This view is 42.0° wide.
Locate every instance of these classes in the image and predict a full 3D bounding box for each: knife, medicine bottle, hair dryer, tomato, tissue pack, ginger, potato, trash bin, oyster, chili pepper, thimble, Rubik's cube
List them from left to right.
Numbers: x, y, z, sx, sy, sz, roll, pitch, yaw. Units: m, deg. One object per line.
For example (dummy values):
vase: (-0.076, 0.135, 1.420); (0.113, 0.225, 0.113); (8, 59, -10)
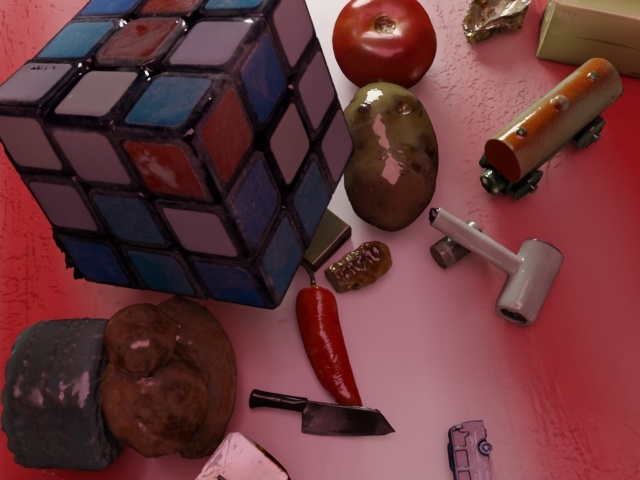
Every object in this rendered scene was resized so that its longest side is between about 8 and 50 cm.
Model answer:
thimble: (-0.363, 0.218, 1.220); (0.143, 0.198, 0.235); (0, 52, 3)
ginger: (-0.214, 0.193, 1.175); (0.155, 0.304, 0.244); (-6, 83, 5)
Rubik's cube: (-0.189, -0.147, 1.207); (0.359, 0.362, 0.363); (6, 48, 29)
tissue pack: (-0.103, 0.346, 1.184); (0.106, 0.148, 0.099); (34, 72, 14)
trash bin: (0.000, 0.000, 1.391); (0.061, 0.043, 0.092); (39, 76, 15)
knife: (0.001, 0.270, 1.274); (0.231, 0.028, 0.060); (6, 99, 11)
chili pepper: (0.006, 0.153, 1.317); (0.071, 0.063, 0.272); (-20, 70, 6)
tomato: (0.113, -0.350, 1.487); (0.195, 0.136, 0.195); (0, 69, 1)
potato: (0.116, -0.141, 1.394); (0.165, 0.165, 0.262); (-7, 73, -3)
medicine bottle: (0.227, 0.007, 1.381); (0.083, 0.047, 0.047); (-34, 71, -12)
hair dryer: (0.266, 0.024, 1.326); (0.236, 0.073, 0.131); (33, 71, -10)
oyster: (0.332, -0.430, 1.563); (0.105, 0.056, 0.177); (28, 69, 19)
tissue pack: (0.520, -0.391, 1.486); (0.234, 0.159, 0.125); (13, 68, 6)

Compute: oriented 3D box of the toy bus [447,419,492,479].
toy bus: (0.226, 0.352, 1.235); (0.065, 0.047, 0.165); (-5, 67, 2)

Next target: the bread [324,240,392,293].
bread: (0.068, 0.043, 1.363); (0.110, 0.060, 0.066); (-32, 41, -13)

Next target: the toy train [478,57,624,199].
toy train: (0.383, -0.189, 1.393); (0.285, 0.177, 0.116); (-37, 71, -13)
